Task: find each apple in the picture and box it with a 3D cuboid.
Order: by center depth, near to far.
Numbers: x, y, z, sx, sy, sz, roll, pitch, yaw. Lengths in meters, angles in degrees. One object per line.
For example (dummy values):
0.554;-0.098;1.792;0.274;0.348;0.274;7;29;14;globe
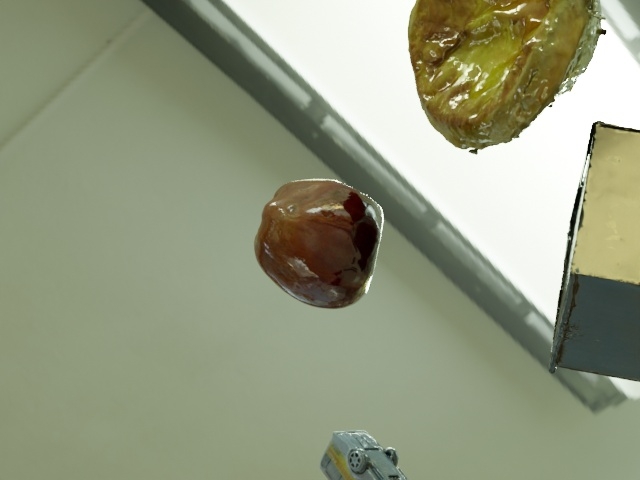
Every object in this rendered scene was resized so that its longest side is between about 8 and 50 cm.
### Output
-0.004;0.003;1.614;0.158;0.147;0.156;14;-55;-5;apple

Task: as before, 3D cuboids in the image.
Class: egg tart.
0.235;-0.266;1.532;0.132;0.341;0.341;4;-56;-31;egg tart

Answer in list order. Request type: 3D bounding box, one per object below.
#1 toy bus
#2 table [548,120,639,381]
0.072;0.298;1.452;0.064;0.190;0.075;7;-58;-43;toy bus
0.434;0.030;1.485;0.282;0.250;0.196;10;-40;9;table
